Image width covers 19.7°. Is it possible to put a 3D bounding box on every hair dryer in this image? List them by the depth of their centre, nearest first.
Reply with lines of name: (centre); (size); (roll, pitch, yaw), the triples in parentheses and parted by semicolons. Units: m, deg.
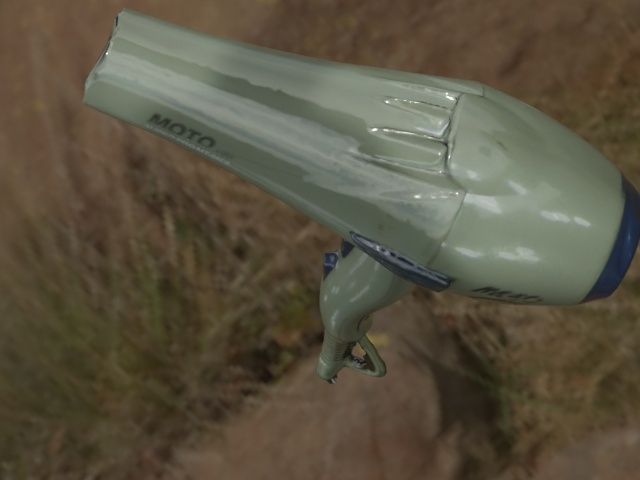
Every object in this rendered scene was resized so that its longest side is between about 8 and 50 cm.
hair dryer: (-0.013, -0.011, 0.594); (0.199, 0.167, 0.067); (-30, 37, 58)
